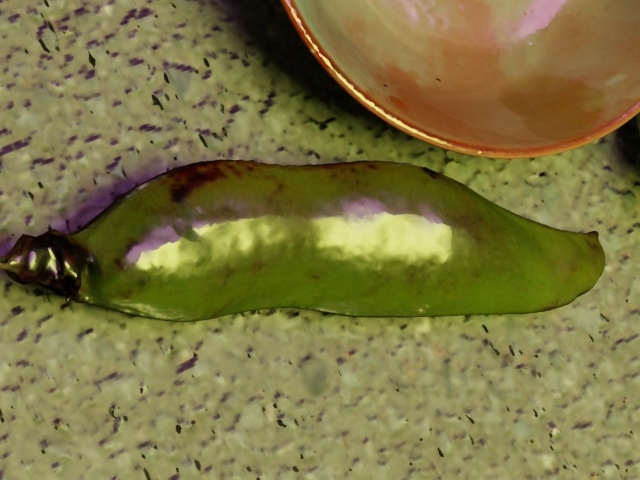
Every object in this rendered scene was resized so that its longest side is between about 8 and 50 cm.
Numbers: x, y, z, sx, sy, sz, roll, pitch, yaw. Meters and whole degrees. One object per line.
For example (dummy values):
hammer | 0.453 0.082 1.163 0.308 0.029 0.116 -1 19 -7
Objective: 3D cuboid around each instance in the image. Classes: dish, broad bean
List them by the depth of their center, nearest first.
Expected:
broad bean | 0.000 0.000 0.897 0.339 0.061 0.077 -1 80 -24
dish | 0.074 -0.168 0.961 0.260 0.085 0.260 1 87 -23

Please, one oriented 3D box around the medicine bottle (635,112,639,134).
medicine bottle | 0.376 -0.074 1.013 0.371 0.211 0.211 18 65 -18
